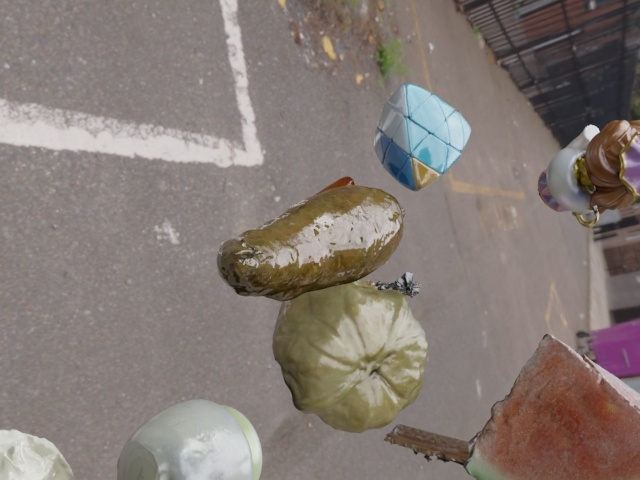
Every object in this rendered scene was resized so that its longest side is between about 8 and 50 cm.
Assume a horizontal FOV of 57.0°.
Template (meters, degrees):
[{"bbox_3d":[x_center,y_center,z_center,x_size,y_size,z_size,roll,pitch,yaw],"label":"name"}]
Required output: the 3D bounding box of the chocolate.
[{"bbox_3d":[0.324,0.534,1.510,0.102,0.329,0.065,10,84,-59],"label":"chocolate"}]

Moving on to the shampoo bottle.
[{"bbox_3d":[-0.327,0.570,1.480,0.317,0.323,0.322,2,74,-61],"label":"shampoo bottle"}]

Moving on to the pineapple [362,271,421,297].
[{"bbox_3d":[0.206,0.165,1.898,0.119,0.237,0.111,-150,-132,-83],"label":"pineapple"}]

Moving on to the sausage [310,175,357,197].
[{"bbox_3d":[0.013,-0.093,1.518,0.076,0.198,0.076,58,-3,6],"label":"sausage"}]

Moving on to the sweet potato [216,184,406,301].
[{"bbox_3d":[-0.005,0.003,0.732,0.423,0.131,0.130,-16,90,-57],"label":"sweet potato"}]

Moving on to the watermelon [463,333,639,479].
[{"bbox_3d":[0.361,0.273,0.803,0.193,0.310,0.231,34,51,-12],"label":"watermelon"}]

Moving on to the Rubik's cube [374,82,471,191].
[{"bbox_3d":[0.220,-0.235,1.350,0.254,0.254,0.254,40,42,-49],"label":"Rubik's cube"}]

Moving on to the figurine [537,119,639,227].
[{"bbox_3d":[0.525,-0.129,1.088,0.263,0.142,0.189,147,-65,-71],"label":"figurine"}]

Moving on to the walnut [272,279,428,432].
[{"bbox_3d":[0.052,0.193,1.043,0.277,0.282,0.253,-120,-131,-86],"label":"walnut"}]

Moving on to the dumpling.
[{"bbox_3d":[-0.555,0.413,1.029,0.126,0.216,0.166,-143,-125,-75],"label":"dumpling"}]
